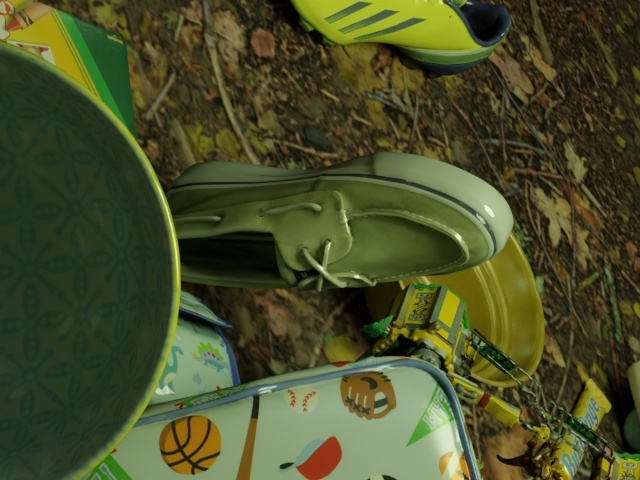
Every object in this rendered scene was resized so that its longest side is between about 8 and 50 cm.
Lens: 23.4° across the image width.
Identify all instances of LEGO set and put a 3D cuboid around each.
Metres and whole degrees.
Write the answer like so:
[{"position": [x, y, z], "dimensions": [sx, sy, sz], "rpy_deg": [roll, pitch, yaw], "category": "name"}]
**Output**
[{"position": [0.099, 0.217, 1.175], "dimensions": [0.331, 0.255, 0.192], "rpy_deg": [46, 35, -16], "category": "LEGO set"}]

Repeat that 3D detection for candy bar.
[{"position": [0.264, 0.198, 1.581], "dimensions": [0.040, 0.018, 0.161], "rpy_deg": [54, 35, -9], "category": "candy bar"}]

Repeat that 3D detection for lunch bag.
[{"position": [-0.133, 0.078, 1.128], "dimensions": [0.129, 0.096, 0.151], "rpy_deg": [26, 33, -35], "category": "lunch bag"}, {"position": [-0.034, 0.214, 1.017], "dimensions": [0.303, 0.115, 0.243], "rpy_deg": [-13, 84, -13], "category": "lunch bag"}]

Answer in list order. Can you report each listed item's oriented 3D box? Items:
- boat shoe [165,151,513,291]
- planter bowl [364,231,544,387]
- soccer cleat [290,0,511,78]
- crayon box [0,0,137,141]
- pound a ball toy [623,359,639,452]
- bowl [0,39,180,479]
[{"position": [0.000, 0.000, 1.192], "dimensions": [0.094, 0.302, 0.109], "rpy_deg": [-61, 138, -37], "category": "boat shoe"}, {"position": [0.105, 0.049, 1.431], "dimensions": [0.217, 0.090, 0.217], "rpy_deg": [29, 47, -36], "category": "planter bowl"}, {"position": [0.081, -0.243, 1.578], "dimensions": [0.289, 0.121, 0.093], "rpy_deg": [12, 57, -46], "category": "soccer cleat"}, {"position": [-0.261, -0.101, 1.101], "dimensions": [0.278, 0.081, 0.165], "rpy_deg": [18, 53, -43], "category": "crayon box"}, {"position": [0.415, 0.295, 1.629], "dimensions": [0.208, 0.136, 0.319], "rpy_deg": [49, 28, -60], "category": "pound a ball toy"}, {"position": [-0.224, 0.015, 0.956], "dimensions": [0.289, 0.289, 0.156], "rpy_deg": [57, 3, -4], "category": "bowl"}]
